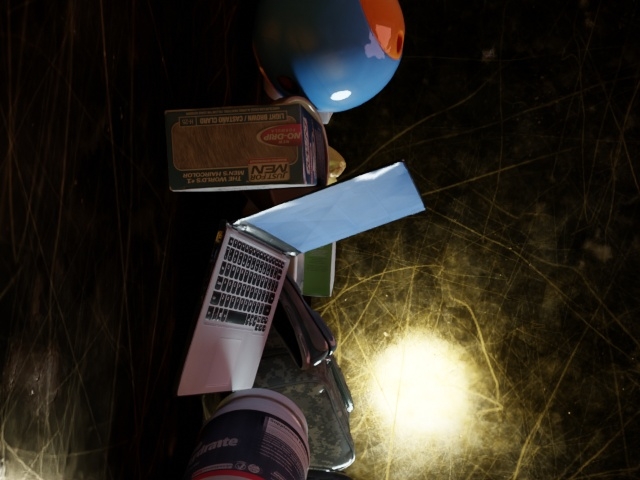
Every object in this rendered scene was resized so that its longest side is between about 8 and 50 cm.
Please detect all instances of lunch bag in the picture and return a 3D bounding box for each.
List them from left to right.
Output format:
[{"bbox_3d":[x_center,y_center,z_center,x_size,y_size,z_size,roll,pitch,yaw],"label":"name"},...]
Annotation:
[{"bbox_3d":[-0.056,0.302,1.757,0.256,0.213,0.305,-97,169,-54],"label":"lunch bag"}]

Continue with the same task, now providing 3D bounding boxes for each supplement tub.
[{"bbox_3d":[-0.118,0.378,1.341,0.272,0.191,0.191,-76,170,-65],"label":"supplement tub"}]

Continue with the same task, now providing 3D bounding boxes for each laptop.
[{"bbox_3d":[-0.013,0.078,1.354,0.382,0.237,0.407,35,71,-75],"label":"laptop"}]

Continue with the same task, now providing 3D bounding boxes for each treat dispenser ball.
[{"bbox_3d":[0.014,-0.385,1.595,0.288,0.288,0.288,5,90,-86],"label":"treat dispenser ball"}]

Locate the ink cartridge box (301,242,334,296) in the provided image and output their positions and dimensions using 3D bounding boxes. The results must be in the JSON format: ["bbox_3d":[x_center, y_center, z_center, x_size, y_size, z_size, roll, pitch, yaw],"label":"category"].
[{"bbox_3d":[0.000,0.000,1.761,0.109,0.062,0.209,-73,167,-74],"label":"ink cartridge box"}]

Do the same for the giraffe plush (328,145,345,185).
[{"bbox_3d":[-0.049,-0.156,1.976,0.210,0.182,0.170,90,20,-48],"label":"giraffe plush"}]

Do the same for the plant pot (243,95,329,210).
[{"bbox_3d":[-0.082,-0.141,1.542,0.237,0.110,0.237,-11,102,-62],"label":"plant pot"}]

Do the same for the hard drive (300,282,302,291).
[{"bbox_3d":[-0.048,0.061,2.257,0.353,0.047,0.232,-91,-153,-81],"label":"hard drive"}]

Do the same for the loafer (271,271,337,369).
[{"bbox_3d":[-0.079,0.122,1.596,0.084,0.267,0.096,-37,174,-32],"label":"loafer"}]

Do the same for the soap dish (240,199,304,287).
[{"bbox_3d":[-0.089,-0.020,1.768,0.291,0.118,0.228,-75,169,-65],"label":"soap dish"}]

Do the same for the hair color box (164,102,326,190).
[{"bbox_3d":[-0.090,-0.123,1.199,0.347,0.174,0.105,-43,130,-85],"label":"hair color box"}]

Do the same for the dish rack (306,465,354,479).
[{"bbox_3d":[-0.069,0.469,1.435,0.271,0.208,0.074,-46,123,-45],"label":"dish rack"}]

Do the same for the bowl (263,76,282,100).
[{"bbox_3d":[-0.089,-0.375,1.809,0.142,0.053,0.141,-76,170,-60],"label":"bowl"}]

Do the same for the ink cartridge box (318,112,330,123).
[{"bbox_3d":[-0.031,-0.370,2.097,0.176,0.128,0.128,-72,167,-68],"label":"ink cartridge box"}]
